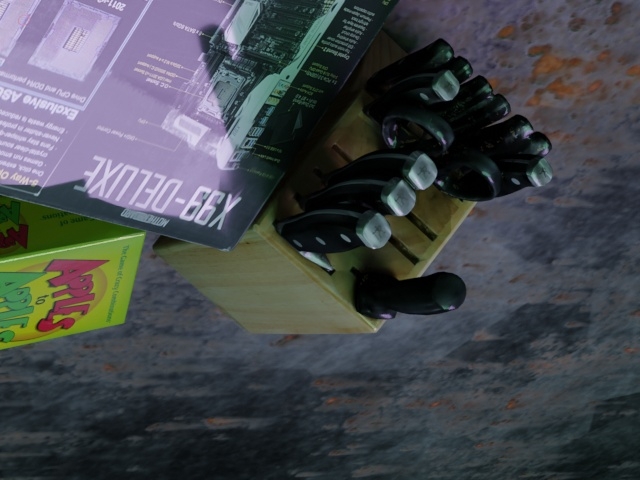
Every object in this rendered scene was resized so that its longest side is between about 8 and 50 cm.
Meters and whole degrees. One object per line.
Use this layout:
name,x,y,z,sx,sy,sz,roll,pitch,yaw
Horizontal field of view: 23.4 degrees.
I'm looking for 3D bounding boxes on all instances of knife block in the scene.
knife block,0.000,0.000,0.815,0.088,0.242,0.275,42,119,-13

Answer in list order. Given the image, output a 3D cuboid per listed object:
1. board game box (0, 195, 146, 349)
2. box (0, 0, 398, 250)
board game box,-0.191,0.022,0.832,0.181,0.043,0.092,-11,148,-23
box,-0.100,-0.135,0.644,0.307,0.076,0.242,14,117,-44
